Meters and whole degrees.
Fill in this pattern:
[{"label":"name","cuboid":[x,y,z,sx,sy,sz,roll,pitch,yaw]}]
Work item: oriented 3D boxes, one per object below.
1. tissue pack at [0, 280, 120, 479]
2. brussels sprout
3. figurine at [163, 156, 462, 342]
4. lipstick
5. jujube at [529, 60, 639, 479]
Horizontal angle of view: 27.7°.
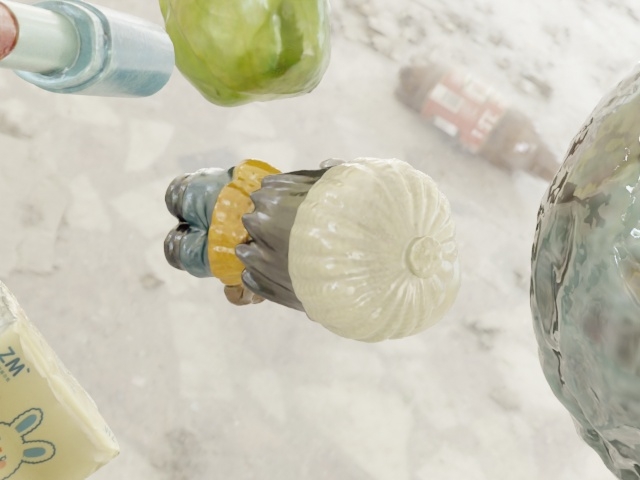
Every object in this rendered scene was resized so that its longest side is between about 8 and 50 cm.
[{"label":"tissue pack","cuboid":[-0.287,0.152,1.140,0.148,0.196,0.092,-36,39,-10]},{"label":"brussels sprout","cuboid":[-0.080,-0.245,1.388,0.161,0.223,0.223,-33,70,-33]},{"label":"figurine","cuboid":[-0.022,0.003,1.295,0.332,0.185,0.204,6,10,22]},{"label":"lipstick","cuboid":[-0.169,-0.124,0.814,0.068,0.061,0.274,2,4,15]},{"label":"jujube","cuboid":[0.223,0.015,0.637,0.247,0.308,0.215,-7,59,-2]}]
